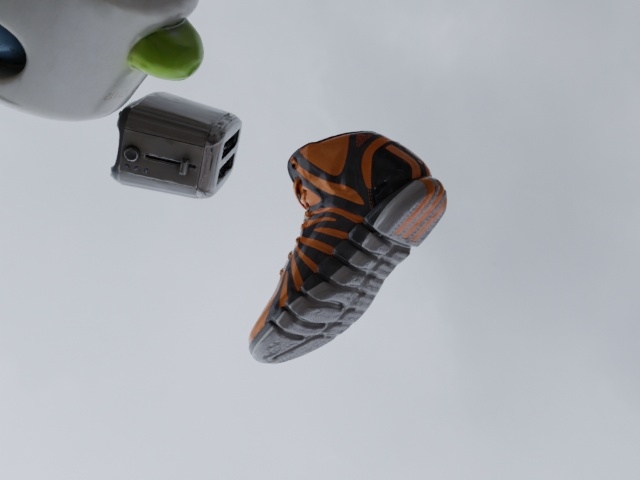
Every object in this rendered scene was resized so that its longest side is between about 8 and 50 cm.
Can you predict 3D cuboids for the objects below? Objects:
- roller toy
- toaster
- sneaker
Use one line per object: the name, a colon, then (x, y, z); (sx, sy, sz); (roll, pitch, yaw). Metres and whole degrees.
roller toy: (-0.202, -0.192, 0.496); (0.191, 0.146, 0.209); (10, -134, -47)
toaster: (-0.209, -0.145, 1.015); (0.147, 0.129, 0.227); (15, -160, -1)
sneaker: (0.000, 0.000, 0.851); (0.180, 0.321, 0.125); (50, -166, 32)
